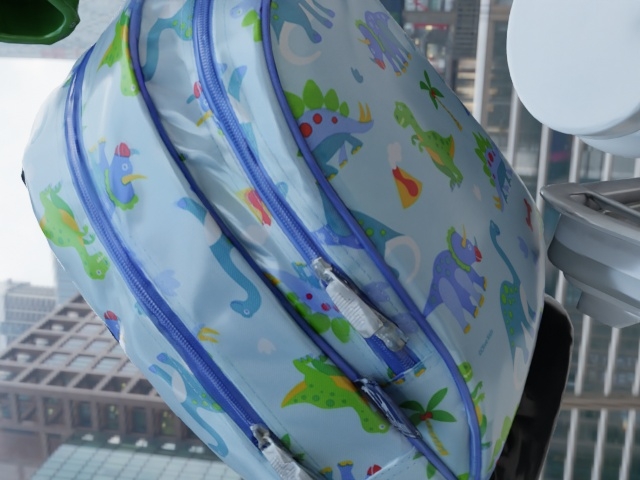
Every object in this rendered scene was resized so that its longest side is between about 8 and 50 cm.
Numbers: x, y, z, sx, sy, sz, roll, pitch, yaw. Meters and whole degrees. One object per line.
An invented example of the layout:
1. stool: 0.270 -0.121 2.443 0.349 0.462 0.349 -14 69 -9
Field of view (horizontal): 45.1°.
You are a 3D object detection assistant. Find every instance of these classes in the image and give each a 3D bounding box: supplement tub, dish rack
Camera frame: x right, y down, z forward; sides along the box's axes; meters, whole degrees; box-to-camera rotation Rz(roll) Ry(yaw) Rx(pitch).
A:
1. supplement tub: 0.361 -0.190 0.742 0.228 0.316 0.228 5 96 59
2. dish rack: 0.314 0.037 0.517 0.333 0.286 0.072 -10 -60 -52

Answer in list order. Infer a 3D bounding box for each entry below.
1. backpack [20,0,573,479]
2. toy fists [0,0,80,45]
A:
1. backpack: 0.000 0.000 0.474 0.273 0.355 0.290 -47 4 40
2. toy fists: -0.144 -0.210 0.527 0.096 0.279 0.142 -36 58 55
